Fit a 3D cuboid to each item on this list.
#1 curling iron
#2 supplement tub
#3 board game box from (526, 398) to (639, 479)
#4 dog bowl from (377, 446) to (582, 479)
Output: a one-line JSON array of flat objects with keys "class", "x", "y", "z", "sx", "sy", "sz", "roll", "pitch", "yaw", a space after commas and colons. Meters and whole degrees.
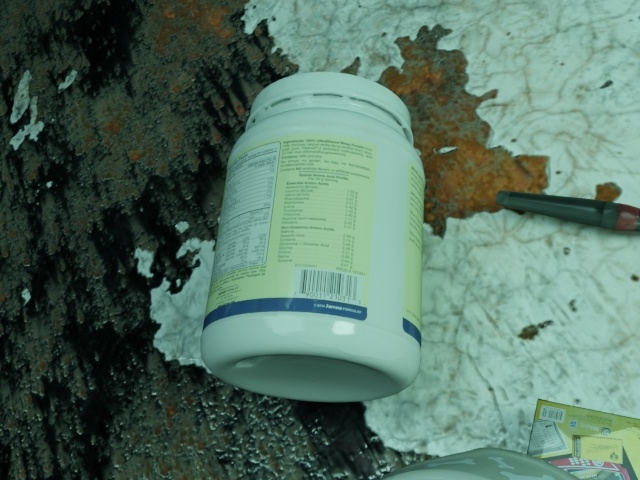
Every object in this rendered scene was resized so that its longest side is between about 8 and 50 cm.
[{"class": "curling iron", "x": 0.322, "y": -0.036, "z": 0.786, "sx": 0.274, "sy": 0.035, "sz": 0.068, "roll": 3, "pitch": 64, "yaw": 32}, {"class": "supplement tub", "x": 0.000, "y": 0.000, "z": 0.839, "sx": 0.236, "sy": 0.235, "sz": 0.324, "roll": -9, "pitch": 61, "yaw": 28}, {"class": "board game box", "x": 0.299, "y": 0.245, "z": 0.648, "sx": 0.243, "sy": 0.042, "sz": 0.165, "roll": 6, "pitch": 69, "yaw": 34}, {"class": "dog bowl", "x": 0.123, "y": 0.353, "z": 0.627, "sx": 0.349, "sy": 0.102, "sz": 0.348, "roll": -11, "pitch": 70, "yaw": 31}]
